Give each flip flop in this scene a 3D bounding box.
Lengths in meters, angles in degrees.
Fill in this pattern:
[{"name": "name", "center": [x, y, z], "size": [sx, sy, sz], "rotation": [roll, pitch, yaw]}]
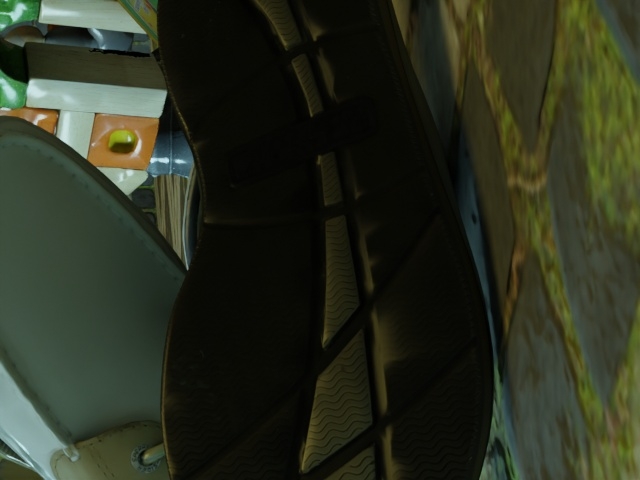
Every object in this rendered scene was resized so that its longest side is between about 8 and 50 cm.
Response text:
[{"name": "flip flop", "center": [0.000, 0.000, 0.550], "size": [0.080, 0.112, 0.277], "rotation": [49, -153, -58]}]

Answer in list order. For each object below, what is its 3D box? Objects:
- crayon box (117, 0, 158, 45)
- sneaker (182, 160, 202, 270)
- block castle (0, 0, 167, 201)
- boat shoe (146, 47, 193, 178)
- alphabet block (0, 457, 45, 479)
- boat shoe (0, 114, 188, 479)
[{"name": "crayon box", "center": [-0.112, -0.226, 0.897], "size": [0.323, 0.083, 0.203], "rotation": [48, 164, 7]}, {"name": "sneaker", "center": [-0.035, 0.012, 0.816], "size": [0.163, 0.086, 0.226], "rotation": [-123, 29, -69]}, {"name": "block castle", "center": [-0.242, -0.233, 1.258], "size": [0.303, 0.212, 0.453], "rotation": [-109, 28, -47]}, {"name": "boat shoe", "center": [-0.134, -0.132, 1.421], "size": [0.301, 0.102, 0.108], "rotation": [-107, 16, -60]}, {"name": "alphabet block", "center": [-0.099, 0.229, 0.935], "size": [0.192, 0.197, 0.194], "rotation": [-141, 48, -86]}, {"name": "boat shoe", "center": [-0.052, 0.073, 0.602], "size": [0.103, 0.113, 0.302], "rotation": [6, 139, 46]}]
